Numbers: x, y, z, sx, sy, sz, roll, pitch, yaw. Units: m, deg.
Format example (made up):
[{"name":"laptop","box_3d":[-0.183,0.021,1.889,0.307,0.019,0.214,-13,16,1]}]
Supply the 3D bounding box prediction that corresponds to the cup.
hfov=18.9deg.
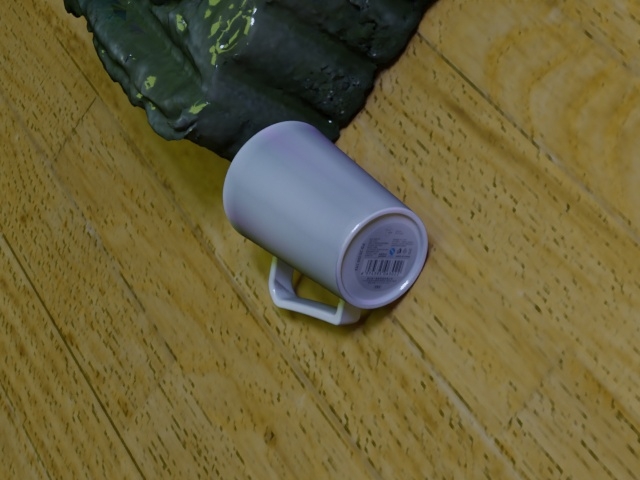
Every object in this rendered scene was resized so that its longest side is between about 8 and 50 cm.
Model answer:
[{"name":"cup","box_3d":[0.000,0.000,1.083,0.116,0.074,0.104,38,123,46]}]

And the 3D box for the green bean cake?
[{"name":"green bean cake","box_3d":[-0.040,-0.186,1.179,0.255,0.132,0.241,-53,44,13]}]
